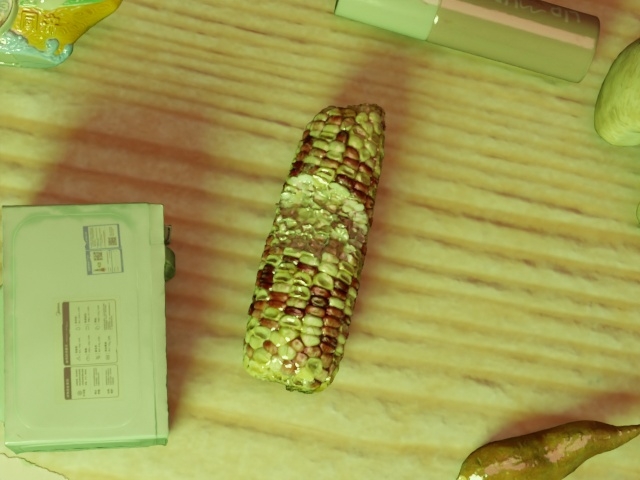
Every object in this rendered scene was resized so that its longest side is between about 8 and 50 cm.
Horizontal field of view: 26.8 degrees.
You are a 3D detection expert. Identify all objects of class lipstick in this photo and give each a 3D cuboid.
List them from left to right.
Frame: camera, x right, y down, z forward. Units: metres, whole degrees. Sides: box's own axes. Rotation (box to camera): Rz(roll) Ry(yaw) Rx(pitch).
[{"bbox_3d":[0.144,-0.222,1.328,0.254,0.070,0.070,15,77,-4],"label":"lipstick"}]

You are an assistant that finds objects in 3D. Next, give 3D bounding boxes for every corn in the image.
[{"bbox_3d":[0.000,0.000,1.250,0.098,0.098,0.290,16,77,-4],"label":"corn"}]

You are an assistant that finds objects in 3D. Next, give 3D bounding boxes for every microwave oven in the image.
[{"bbox_3d":[-0.209,0.079,1.192,0.162,0.122,0.208,-1,78,-7],"label":"microwave oven"}]

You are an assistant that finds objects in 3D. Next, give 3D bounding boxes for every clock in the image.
[{"bbox_3d":[-0.301,-0.239,1.258,0.231,0.103,0.144,6,86,-5],"label":"clock"}]

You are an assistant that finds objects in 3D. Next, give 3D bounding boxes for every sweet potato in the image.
[{"bbox_3d":[0.218,0.198,1.256,0.194,0.056,0.056,-18,81,-2],"label":"sweet potato"}]

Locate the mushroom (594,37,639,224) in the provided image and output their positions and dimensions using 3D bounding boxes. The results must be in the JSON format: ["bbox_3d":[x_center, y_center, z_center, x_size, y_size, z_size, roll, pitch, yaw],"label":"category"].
[{"bbox_3d":[0.385,-0.101,1.276,0.253,0.189,0.195,32,75,8],"label":"mushroom"}]

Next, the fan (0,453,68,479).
[{"bbox_3d":[-0.261,0.379,1.178,0.233,0.012,0.415,-25,82,-11],"label":"fan"}]
